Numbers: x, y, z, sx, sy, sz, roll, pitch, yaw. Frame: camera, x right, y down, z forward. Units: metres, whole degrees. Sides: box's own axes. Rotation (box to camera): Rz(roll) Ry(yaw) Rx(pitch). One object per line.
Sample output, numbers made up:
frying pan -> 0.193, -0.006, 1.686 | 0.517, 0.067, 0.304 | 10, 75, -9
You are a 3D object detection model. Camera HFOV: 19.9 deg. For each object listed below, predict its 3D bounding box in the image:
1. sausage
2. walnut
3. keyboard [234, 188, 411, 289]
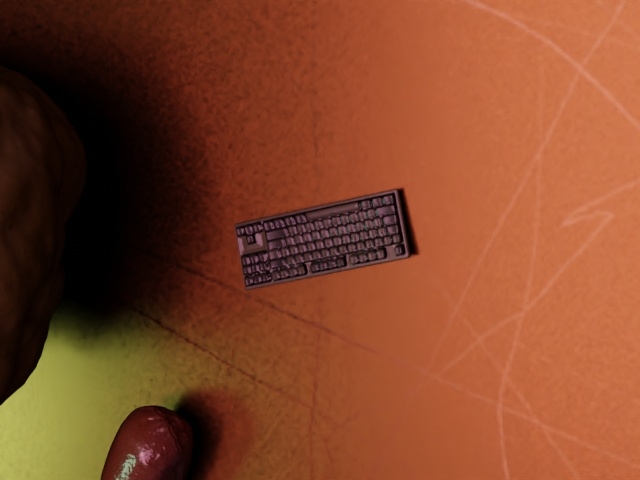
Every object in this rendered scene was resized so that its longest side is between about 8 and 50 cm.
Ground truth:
sausage -> -0.124, 0.165, 1.325 | 0.054, 0.059, 0.094 | 40, 114, 41
walnut -> -0.299, -0.012, 1.277 | 0.282, 0.253, 0.277 | 10, 94, 26
keyboard -> 0.000, 0.000, 1.275 | 0.129, 0.015, 0.049 | -11, 91, 25
